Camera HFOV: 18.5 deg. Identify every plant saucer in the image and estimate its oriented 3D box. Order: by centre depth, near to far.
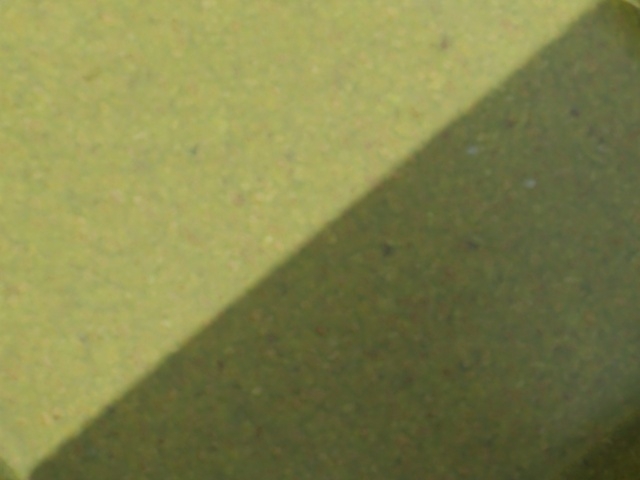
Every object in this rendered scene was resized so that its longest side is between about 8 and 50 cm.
[{"bbox_3d":[0.000,0.000,0.332,0.188,0.188,0.045,51,-1,-17],"label":"plant saucer"}]
